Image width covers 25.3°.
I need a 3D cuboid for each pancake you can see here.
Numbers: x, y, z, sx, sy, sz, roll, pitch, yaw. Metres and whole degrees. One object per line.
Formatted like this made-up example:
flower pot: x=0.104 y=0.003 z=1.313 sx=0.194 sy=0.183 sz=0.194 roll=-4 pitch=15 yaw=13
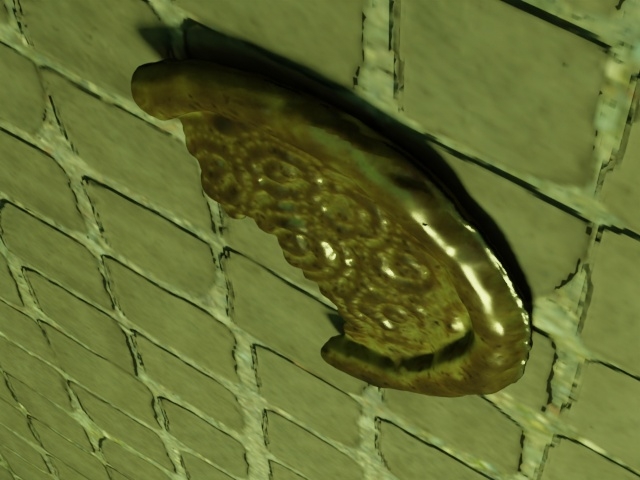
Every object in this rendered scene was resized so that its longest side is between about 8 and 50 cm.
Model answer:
pancake: x=0.000 y=0.000 z=0.555 sx=0.190 sy=0.020 sz=0.184 roll=39 pitch=157 yaw=-6
